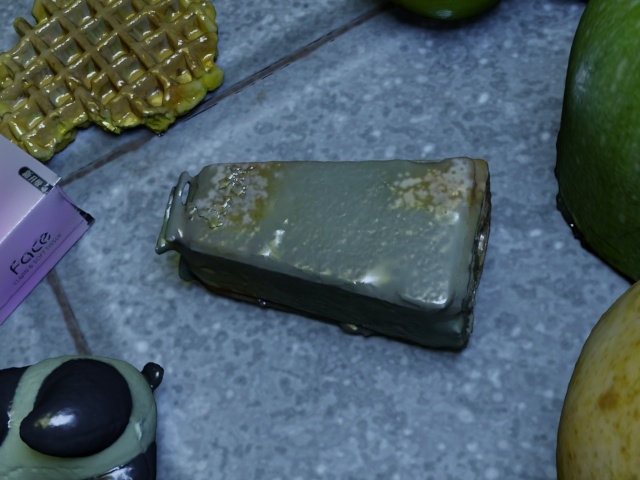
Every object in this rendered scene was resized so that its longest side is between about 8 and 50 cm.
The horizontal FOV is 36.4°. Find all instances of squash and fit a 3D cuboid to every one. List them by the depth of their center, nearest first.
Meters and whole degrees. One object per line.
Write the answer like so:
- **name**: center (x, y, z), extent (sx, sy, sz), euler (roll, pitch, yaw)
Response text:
- **squash**: center (0.338, -0.134, 0.752), extent (0.310, 0.309, 0.310), euler (-5, 61, 9)

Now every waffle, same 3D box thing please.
- **waffle**: center (-0.227, -0.185, 1.040), extent (0.253, 0.056, 0.249), euler (12, 67, 16)

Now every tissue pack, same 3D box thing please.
- **tissue pack**: center (-0.371, -0.044, 0.978), extent (0.246, 0.092, 0.148), euler (33, 75, 24)

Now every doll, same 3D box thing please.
- **doll**: center (-0.248, 0.168, 0.826), extent (0.234, 0.144, 0.135), euler (-10, 32, 7)

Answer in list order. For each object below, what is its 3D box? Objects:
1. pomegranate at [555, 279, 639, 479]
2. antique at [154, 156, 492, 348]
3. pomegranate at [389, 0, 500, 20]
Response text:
- **pomegranate**: center (0.343, 0.145, 0.561), extent (0.416, 0.417, 0.417), euler (-5, 63, 10)
- **antique**: center (0.000, 0.000, 0.857), extent (0.284, 0.125, 0.150), euler (6, 65, 15)
- **pomegranate**: center (0.168, -0.313, 0.939), extent (0.301, 0.236, 0.236), euler (27, 70, 1)
